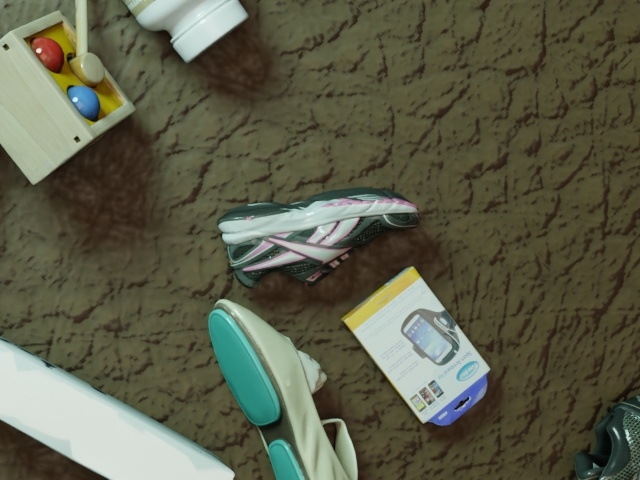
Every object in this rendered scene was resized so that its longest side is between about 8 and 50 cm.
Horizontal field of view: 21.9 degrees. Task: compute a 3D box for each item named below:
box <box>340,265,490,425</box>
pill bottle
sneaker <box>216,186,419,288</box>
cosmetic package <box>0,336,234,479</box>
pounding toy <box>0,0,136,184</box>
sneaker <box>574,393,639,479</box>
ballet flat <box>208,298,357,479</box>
[{"bbox_3d":[0.091,0.101,1.507,0.081,0.028,0.136,-38,98,-7],"label":"box"},{"bbox_3d":[-0.139,-0.241,1.432,0.094,0.094,0.169,-38,96,-7],"label":"pill bottle"},{"bbox_3d":[0.000,0.000,1.479,0.178,0.072,0.077,-8,104,-1],"label":"sneaker"},{"bbox_3d":[-0.193,0.161,1.426,0.239,0.099,0.060,30,86,-9],"label":"cosmetic package"},{"bbox_3d":[-0.223,-0.142,1.409,0.100,0.141,0.130,-35,96,21],"label":"pounding toy"},{"bbox_3d":[0.301,0.253,1.513,0.130,0.087,0.228,-11,89,-7],"label":"sneaker"},{"bbox_3d":[-0.021,0.157,1.471,0.086,0.086,0.248,-22,95,-8],"label":"ballet flat"}]
